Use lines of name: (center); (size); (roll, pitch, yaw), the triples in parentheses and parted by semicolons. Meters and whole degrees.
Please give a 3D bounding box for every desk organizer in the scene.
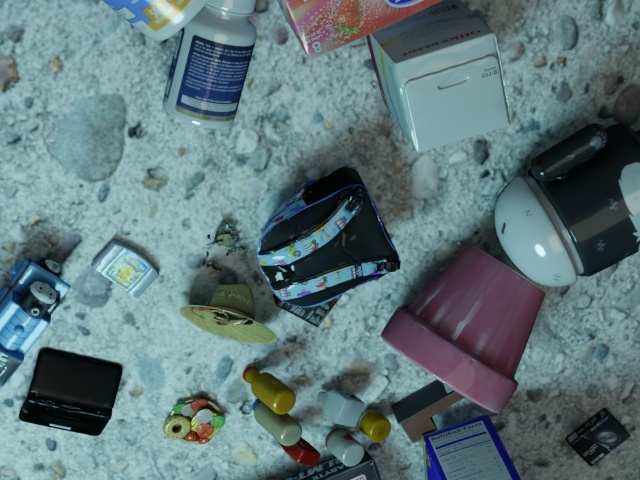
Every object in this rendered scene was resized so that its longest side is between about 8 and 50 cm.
desk organizer: (0.179, 0.249, 1.804); (0.130, 0.047, 0.050); (-30, 121, 5)

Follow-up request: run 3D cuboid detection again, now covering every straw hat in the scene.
straw hat: (-0.121, 0.091, 1.651); (0.144, 0.144, 0.061); (22, 68, -21)

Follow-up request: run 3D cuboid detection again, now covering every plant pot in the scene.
plant pot: (0.214, 0.114, 1.673); (0.201, 0.201, 0.180); (32, 91, -24)

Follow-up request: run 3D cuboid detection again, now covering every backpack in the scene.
backpack: (0.000, 0.000, 1.601); (0.173, 0.117, 0.158); (-27, 119, 2)

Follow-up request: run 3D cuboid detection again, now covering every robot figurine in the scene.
robot figurine: (0.374, -0.053, 1.623); (0.278, 0.173, 0.209); (-28, 95, 4)

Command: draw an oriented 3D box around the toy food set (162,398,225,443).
toy food set: (-0.185, 0.268, 1.754); (0.083, 0.020, 0.082); (30, 107, -23)

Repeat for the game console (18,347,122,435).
game console: (-0.358, 0.219, 1.700); (0.122, 0.071, 0.107); (15, 142, -18)

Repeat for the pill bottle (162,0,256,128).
pill bottle: (-0.132, -0.232, 1.469); (0.094, 0.094, 0.169); (10, 114, -16)

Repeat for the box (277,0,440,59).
box: (0.082, -0.357, 1.418); (0.300, 0.154, 0.142); (-25, 119, 0)

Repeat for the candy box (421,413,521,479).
candy box: (0.256, 0.466, 1.756); (0.122, 0.317, 0.268); (-14, 127, -6)

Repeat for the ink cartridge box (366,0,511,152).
ink cartridge box: (0.145, -0.212, 1.488); (0.128, 0.176, 0.127); (-18, 118, -2)

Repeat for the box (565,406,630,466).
box: (0.445, 0.316, 1.907); (0.083, 0.018, 0.067); (-40, 117, 10)

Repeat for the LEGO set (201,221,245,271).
LEGO set: (-0.136, 0.004, 1.634); (0.054, 0.023, 0.083); (38, 117, -23)

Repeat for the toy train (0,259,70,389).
toy train: (-0.406, 0.108, 1.580); (0.080, 0.105, 0.184); (34, 106, -25)

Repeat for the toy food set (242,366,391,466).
toy food set: (-0.015, 0.262, 1.763); (0.232, 0.104, 0.111); (17, 99, -38)

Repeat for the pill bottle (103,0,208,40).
pill bottle: (-0.243, -0.366, 1.346); (0.272, 0.152, 0.152); (38, 104, -26)

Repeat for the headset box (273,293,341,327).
headset box: (-0.022, 0.076, 1.683); (0.083, 0.032, 0.062); (29, 107, -22)

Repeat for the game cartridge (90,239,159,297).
game cartridge: (-0.264, 0.037, 1.625); (0.083, 0.017, 0.056); (38, 100, -25)

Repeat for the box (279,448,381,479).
box: (-0.016, 0.505, 1.827); (0.295, 0.073, 0.293); (-21, 107, -11)
